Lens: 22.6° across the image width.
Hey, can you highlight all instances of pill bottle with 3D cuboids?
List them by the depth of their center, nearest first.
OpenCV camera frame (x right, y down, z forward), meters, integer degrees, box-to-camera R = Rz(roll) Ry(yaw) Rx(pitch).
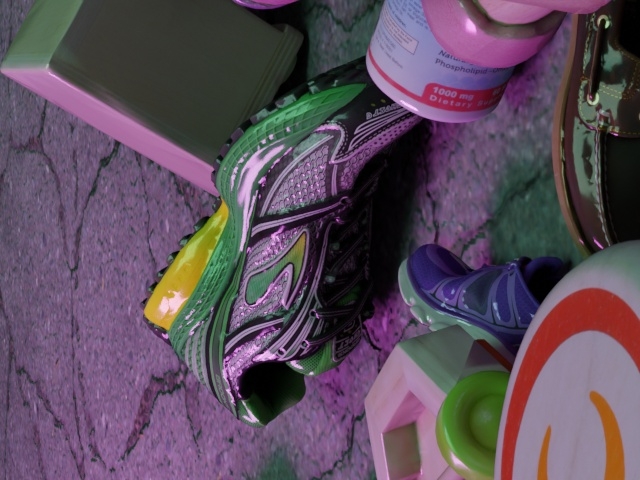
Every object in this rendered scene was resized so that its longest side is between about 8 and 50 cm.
[{"bbox_3d":[0.088,-0.154,0.923,0.087,0.087,0.160,-115,33,-41],"label":"pill bottle"}]

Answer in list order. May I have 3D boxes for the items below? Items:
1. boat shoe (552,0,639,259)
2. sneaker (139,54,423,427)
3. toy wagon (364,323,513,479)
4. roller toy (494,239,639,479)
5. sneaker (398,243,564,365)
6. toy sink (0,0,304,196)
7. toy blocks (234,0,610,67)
[{"bbox_3d":[0.159,-0.084,0.787,0.073,0.073,0.207,179,89,-68],"label":"boat shoe"},{"bbox_3d":[0.000,0.000,1.122,0.146,0.134,0.343,49,137,18],"label":"sneaker"},{"bbox_3d":[0.108,0.224,0.865,0.267,0.068,0.344,109,141,-66],"label":"toy wagon"},{"bbox_3d":[0.174,0.103,0.678,0.191,0.146,0.209,128,145,-57],"label":"roller toy"},{"bbox_3d":[0.112,0.035,0.937,0.170,0.068,0.071,33,106,51],"label":"sneaker"},{"bbox_3d":[-0.110,-0.134,1.278,0.131,0.234,0.153,-62,23,-6],"label":"toy sink"},{"bbox_3d":[0.113,-0.209,0.699,0.260,0.309,0.288,151,130,-82],"label":"toy blocks"}]
